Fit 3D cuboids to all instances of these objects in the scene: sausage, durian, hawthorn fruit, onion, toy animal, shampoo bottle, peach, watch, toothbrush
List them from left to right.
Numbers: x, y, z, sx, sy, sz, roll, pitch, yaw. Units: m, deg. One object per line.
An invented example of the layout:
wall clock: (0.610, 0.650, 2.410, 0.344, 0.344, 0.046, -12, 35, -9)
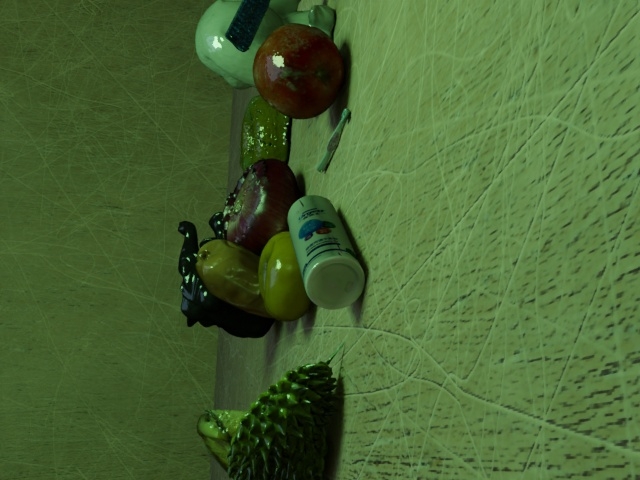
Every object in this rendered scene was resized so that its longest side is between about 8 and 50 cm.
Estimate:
sausage: (-0.155, 0.084, 1.654, 0.136, 0.241, 0.120, -2, 61, 64)
toy animal: (-0.115, -0.399, 1.576, 0.206, 0.265, 0.271, 118, 156, -58)
onion: (-0.125, -0.071, 1.748, 0.248, 0.162, 0.247, -179, 90, -69)
durian: (-0.062, 0.324, 1.308, 0.169, 0.158, 0.355, -73, 0, -46)
peach: (-0.065, 0.071, 1.534, 0.179, 0.103, 0.179, -178, 90, -80)
watch: (-0.055, -0.494, 1.449, 0.276, 0.068, 0.274, -31, 40, 19)
hawthorn fruit: (-0.038, -0.299, 1.405, 0.173, 0.173, 0.172, -175, 90, -78)
shampoo bottle: (0.000, 0.000, 1.281, 0.303, 0.092, 0.092, -108, 25, -63)
toothbrush: (0.023, -0.178, 1.425, 0.204, 0.017, 0.022, 119, 172, -62)

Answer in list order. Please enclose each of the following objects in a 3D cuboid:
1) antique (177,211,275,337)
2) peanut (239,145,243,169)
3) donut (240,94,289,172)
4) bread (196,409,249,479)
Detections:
antique: (-0.212, 0.102, 1.883, 0.185, 0.322, 0.255, -22, 50, 31)
peanut: (-0.192, -0.250, 2.329, 0.214, 0.100, 0.099, 133, 141, -80)
donut: (-0.146, -0.260, 2.057, 0.272, 0.107, 0.271, -177, 90, -78)
bread: (-0.139, 0.435, 1.664, 0.252, 0.133, 0.174, 42, 149, 16)
